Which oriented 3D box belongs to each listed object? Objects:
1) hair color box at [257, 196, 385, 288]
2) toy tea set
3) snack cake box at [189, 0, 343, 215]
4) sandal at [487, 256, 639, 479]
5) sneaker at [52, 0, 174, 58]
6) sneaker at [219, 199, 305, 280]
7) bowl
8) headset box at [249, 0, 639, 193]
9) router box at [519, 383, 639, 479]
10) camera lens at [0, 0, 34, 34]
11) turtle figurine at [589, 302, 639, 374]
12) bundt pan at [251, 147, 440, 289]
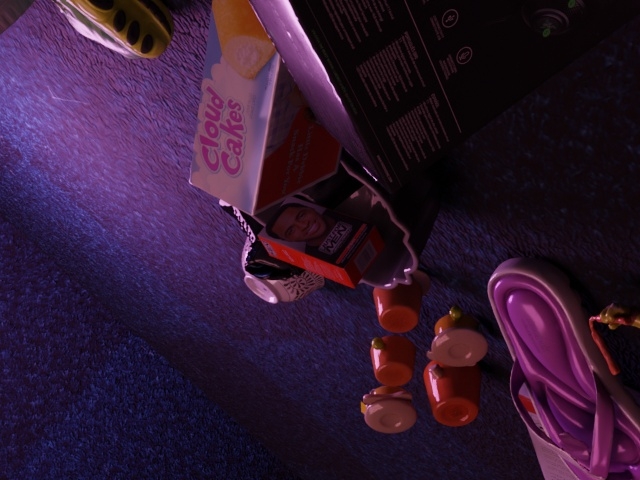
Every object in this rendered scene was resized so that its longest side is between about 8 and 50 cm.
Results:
[{"bbox_3d":[0.000,0.000,1.218,0.141,0.072,0.043,19,153,37],"label":"hair color box"},{"bbox_3d":[0.165,0.166,1.594,0.200,0.124,0.336,0,132,2],"label":"toy tea set"},{"bbox_3d":[-0.035,-0.174,0.994,0.089,0.152,0.264,27,124,24],"label":"snack cake box"},{"bbox_3d":[0.320,0.217,1.316,0.169,0.102,0.416,-18,106,53],"label":"sandal"},{"bbox_3d":[-0.330,-0.340,1.319,0.295,0.109,0.123,44,154,-18],"label":"sneaker"},{"bbox_3d":[-0.108,-0.008,1.634,0.217,0.121,0.079,23,154,31],"label":"sneaker"},{"bbox_3d":[-0.083,0.059,1.791,0.170,0.080,0.170,30,157,14],"label":"bowl"},{"bbox_3d":[0.090,-0.220,0.693,0.131,0.283,0.246,51,176,46],"label":"headset box"},{"bbox_3d":[0.476,0.330,1.475,0.335,0.082,0.301,21,153,35],"label":"router box"},{"bbox_3d":[-0.541,-0.405,1.360,0.219,0.219,0.274,12,147,47],"label":"camera lens"},{"bbox_3d":[0.438,0.120,1.104,0.269,0.087,0.217,38,153,21],"label":"turtle figurine"},{"bbox_3d":[0.016,-0.088,1.280,0.330,0.124,0.331,32,158,15],"label":"bundt pan"}]
